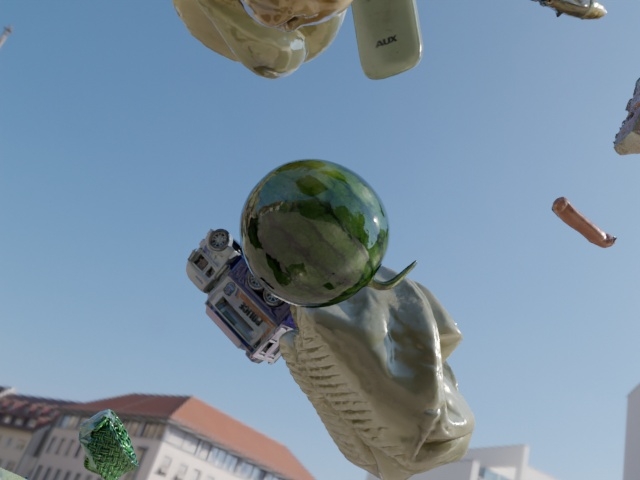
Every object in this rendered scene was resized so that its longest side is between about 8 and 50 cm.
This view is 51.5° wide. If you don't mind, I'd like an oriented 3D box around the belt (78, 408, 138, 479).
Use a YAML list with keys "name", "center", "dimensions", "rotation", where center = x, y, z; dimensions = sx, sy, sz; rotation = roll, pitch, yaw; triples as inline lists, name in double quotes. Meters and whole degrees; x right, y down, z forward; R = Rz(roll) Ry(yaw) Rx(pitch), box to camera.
- name: "belt"
  center: [-0.388, 0.370, 1.188]
  dimensions: [0.121, 0.079, 0.151]
  rotation: [58, -16, 20]

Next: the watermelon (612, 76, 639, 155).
- name: "watermelon"
  center: [0.715, -0.268, 1.413]
  dimensions: [0.154, 0.241, 0.094]
  rotation: [43, -18, 5]

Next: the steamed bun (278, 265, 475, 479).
- name: "steamed bun"
  center: [0.108, 0.197, 1.107]
  dimensions: [0.367, 0.255, 0.342]
  rotation: [55, -24, -3]

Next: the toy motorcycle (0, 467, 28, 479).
- name: "toy motorcycle"
  center: [-0.412, 0.355, 0.744]
  dimensions: [0.410, 0.237, 0.168]
  rotation: [28, -61, -25]

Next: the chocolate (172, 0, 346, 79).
- name: "chocolate"
  center: [-0.108, -0.436, 1.079]
  dimensions: [0.326, 0.297, 0.314]
  rotation: [19, -21, 2]

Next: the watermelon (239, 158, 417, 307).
- name: "watermelon"
  center: [0.000, 0.000, 0.836]
  dimensions: [0.214, 0.188, 0.188]
  rotation: [45, -30, 4]

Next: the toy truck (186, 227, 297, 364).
- name: "toy truck"
  center: [-0.156, 0.106, 1.322]
  dimensions: [0.268, 0.155, 0.124]
  rotation: [41, 0, 28]

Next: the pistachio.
- name: "pistachio"
  center: [-0.037, -0.306, 0.717]
  dimensions: [0.215, 0.144, 0.144]
  rotation: [52, -4, 41]

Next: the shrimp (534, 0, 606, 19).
- name: "shrimp"
  center: [0.419, -0.438, 1.207]
  dimensions: [0.217, 0.051, 0.150]
  rotation: [0, 29, -36]

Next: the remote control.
- name: "remote control"
  center: [0.075, -0.360, 0.855]
  dimensions: [0.090, 0.309, 0.038]
  rotation: [-10, -4, 35]

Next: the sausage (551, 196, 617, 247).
- name: "sausage"
  center: [0.537, -0.033, 1.355]
  dimensions: [0.158, 0.036, 0.042]
  rotation: [34, -59, -10]
